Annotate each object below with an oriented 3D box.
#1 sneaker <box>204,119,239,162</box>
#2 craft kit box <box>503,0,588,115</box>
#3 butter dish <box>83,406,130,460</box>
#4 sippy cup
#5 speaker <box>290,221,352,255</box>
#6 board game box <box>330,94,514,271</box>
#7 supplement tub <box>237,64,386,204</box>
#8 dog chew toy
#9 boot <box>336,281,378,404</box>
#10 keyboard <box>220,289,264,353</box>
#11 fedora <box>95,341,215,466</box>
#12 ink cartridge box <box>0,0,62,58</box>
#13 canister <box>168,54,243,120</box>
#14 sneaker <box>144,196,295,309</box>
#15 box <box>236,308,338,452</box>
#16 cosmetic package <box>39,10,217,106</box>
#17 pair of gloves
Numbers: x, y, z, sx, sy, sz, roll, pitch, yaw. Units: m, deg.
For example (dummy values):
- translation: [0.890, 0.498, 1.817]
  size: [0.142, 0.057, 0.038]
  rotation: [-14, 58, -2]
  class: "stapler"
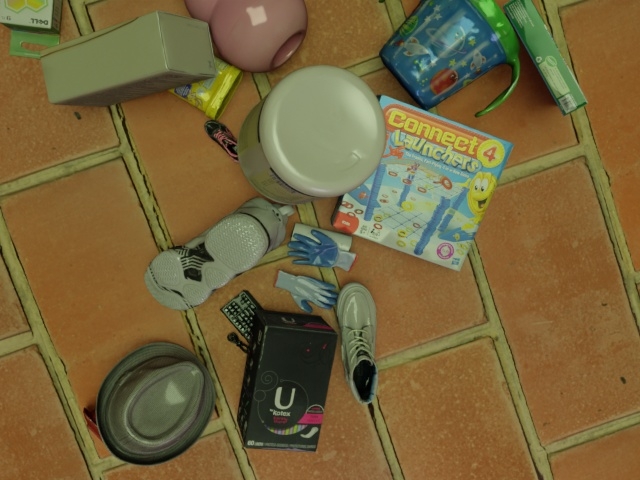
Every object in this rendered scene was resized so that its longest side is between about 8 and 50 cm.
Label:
- translation: [-0.210, -0.222, 1.346]
  size: [0.119, 0.057, 0.047]
  rotation: [43, 93, -4]
  class: "sneaker"
- translation: [0.467, -0.390, 1.276]
  size: [0.061, 0.246, 0.249]
  rotation: [-29, 97, 21]
  class: "craft kit box"
- translation: [-0.437, 0.401, 1.355]
  size: [0.118, 0.160, 0.160]
  rotation: [-43, 96, -23]
  class: "butter dish"
- translation: [0.256, -0.407, 1.284]
  size: [0.224, 0.240, 0.305]
  rotation: [-40, 58, 11]
  class: "sippy cup"
- translation: [0.000, 0.000, 1.376]
  size: [0.136, 0.055, 0.055]
  rotation: [13, 94, -4]
  class: "speaker"
- translation: [0.217, -0.125, 1.340]
  size: [0.309, 0.086, 0.301]
  rotation: [19, 102, -4]
  class: "board game box"
- translation: [-0.035, -0.193, 1.203]
  size: [0.236, 0.325, 0.235]
  rotation: [0, 90, -18]
  class: "supplement tub"
- translation: [-0.185, -0.507, 1.261]
  size: [0.332, 0.206, 0.206]
  rotation: [45, 91, 3]
  class: "dog chew toy"
- translation: [0.092, 0.229, 1.347]
  size: [0.095, 0.123, 0.258]
  rotation: [-8, 104, -6]
  class: "boot"
- translation: [-0.156, 0.213, 1.402]
  size: [0.108, 0.023, 0.180]
  rotation: [-39, 95, 1]
  class: "keyboard"
- translation: [-0.331, 0.335, 1.282]
  size: [0.275, 0.124, 0.243]
  rotation: [-39, 93, -36]
  class: "fedora"
- translation: [-0.616, -0.500, 1.298]
  size: [0.109, 0.062, 0.209]
  rotation: [7, 95, -4]
  class: "ink cartridge box"
- translation: [-0.272, -0.357, 1.323]
  size: [0.170, 0.073, 0.126]
  rotation: [30, 94, -4]
  class: "canister"
- translation: [-0.213, 0.025, 1.332]
  size: [0.366, 0.210, 0.137]
  rotation: [-28, 96, 34]
  class: "sneaker"
- translation: [-0.077, 0.304, 1.335]
  size: [0.165, 0.143, 0.270]
  rotation: [8, 96, -16]
  class: "box"
- translation: [-0.383, -0.351, 1.212]
  size: [0.310, 0.160, 0.113]
  rotation: [-7, 96, 26]
  class: "cosmetic package"
- translation: [-0.015, 0.074, 1.367]
  size: [0.159, 0.023, 0.198]
  rotation: [21, 112, -6]
  class: "pair of gloves"
